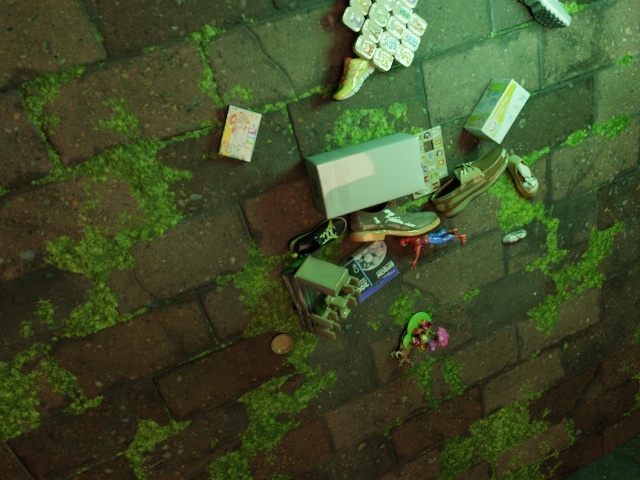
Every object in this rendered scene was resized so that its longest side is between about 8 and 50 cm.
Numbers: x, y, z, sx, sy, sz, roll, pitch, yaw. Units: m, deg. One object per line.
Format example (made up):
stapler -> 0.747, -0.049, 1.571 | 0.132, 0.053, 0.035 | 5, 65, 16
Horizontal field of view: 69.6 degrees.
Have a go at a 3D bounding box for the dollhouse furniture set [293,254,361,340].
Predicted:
dollhouse furniture set -> 0.018, 0.190, 1.642 | 0.212, 0.160, 0.242 | -54, 148, -33

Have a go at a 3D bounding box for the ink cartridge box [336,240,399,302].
ink cartridge box -> 0.191, 0.118, 1.766 | 0.206, 0.045, 0.208 | -38, 118, -4

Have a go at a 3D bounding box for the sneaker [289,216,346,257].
sneaker -> 0.000, 0.000, 1.624 | 0.234, 0.097, 0.084 | -30, 117, -7

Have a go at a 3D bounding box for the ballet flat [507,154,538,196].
ballet flat -> 0.821, -0.247, 1.844 | 0.232, 0.073, 0.080 | 41, 92, -27

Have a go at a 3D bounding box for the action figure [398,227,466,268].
action figure -> 0.419, 0.028, 1.788 | 0.280, 0.091, 0.139 | -1, 116, -23

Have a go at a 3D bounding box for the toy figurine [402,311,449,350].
toy figurine -> 0.440, 0.395, 1.871 | 0.173, 0.159, 0.130 | -51, 120, -12

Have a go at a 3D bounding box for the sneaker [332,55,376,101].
sneaker -> 0.097, -0.537, 1.480 | 0.094, 0.081, 0.209 | 42, 80, -27

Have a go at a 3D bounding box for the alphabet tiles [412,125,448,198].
alphabet tiles -> 0.376, -0.281, 1.708 | 0.198, 0.009, 0.237 | -22, 114, -12

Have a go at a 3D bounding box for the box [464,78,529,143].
box -> 0.639, -0.470, 1.676 | 0.103, 0.114, 0.203 | 26, 100, -26

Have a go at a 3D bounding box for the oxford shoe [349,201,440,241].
oxford shoe -> 0.277, -0.083, 1.682 | 0.363, 0.130, 0.133 | -9, 101, -21

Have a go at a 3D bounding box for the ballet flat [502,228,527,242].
ballet flat -> 0.828, -0.017, 1.949 | 0.114, 0.041, 0.041 | -23, 115, -11

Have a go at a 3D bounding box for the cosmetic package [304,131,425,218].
cosmetic package -> 0.152, -0.225, 1.563 | 0.365, 0.155, 0.197 | -17, 113, -13

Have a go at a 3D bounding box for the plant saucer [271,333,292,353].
plant saucer -> -0.149, 0.392, 1.758 | 0.083, 0.015, 0.084 | -6, 111, -17

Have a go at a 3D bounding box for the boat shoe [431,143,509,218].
boat shoe -> 0.545, -0.224, 1.698 | 0.119, 0.123, 0.324 | 34, 110, -22

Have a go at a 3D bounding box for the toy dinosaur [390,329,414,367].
toy dinosaur -> 0.345, 0.469, 1.955 | 0.092, 0.053, 0.183 | -28, 112, -27

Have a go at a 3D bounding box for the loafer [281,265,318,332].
loafer -> -0.074, 0.222, 1.694 | 0.084, 0.096, 0.268 | -12, 106, 5

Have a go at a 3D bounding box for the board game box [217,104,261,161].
board game box -> -0.255, -0.336, 1.450 | 0.103, 0.026, 0.154 | 10, 105, -23

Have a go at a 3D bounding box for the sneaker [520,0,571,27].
sneaker -> 0.788, -0.849, 1.597 | 0.281, 0.105, 0.115 | 29, 98, -25

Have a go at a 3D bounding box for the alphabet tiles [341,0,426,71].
alphabet tiles -> 0.209, -0.692, 1.457 | 0.277, 0.021, 0.284 | 25, 85, -26
